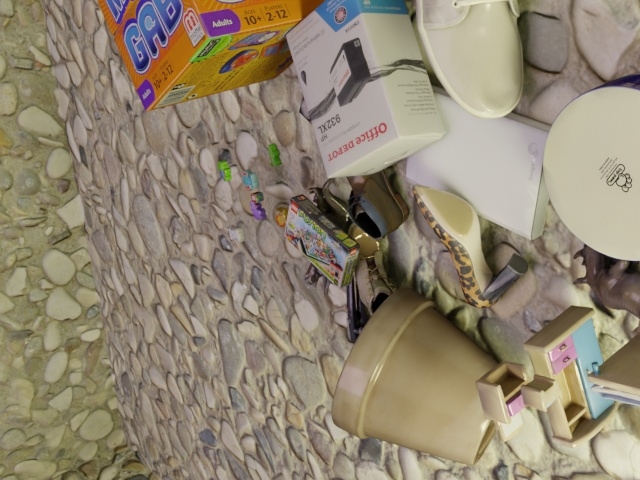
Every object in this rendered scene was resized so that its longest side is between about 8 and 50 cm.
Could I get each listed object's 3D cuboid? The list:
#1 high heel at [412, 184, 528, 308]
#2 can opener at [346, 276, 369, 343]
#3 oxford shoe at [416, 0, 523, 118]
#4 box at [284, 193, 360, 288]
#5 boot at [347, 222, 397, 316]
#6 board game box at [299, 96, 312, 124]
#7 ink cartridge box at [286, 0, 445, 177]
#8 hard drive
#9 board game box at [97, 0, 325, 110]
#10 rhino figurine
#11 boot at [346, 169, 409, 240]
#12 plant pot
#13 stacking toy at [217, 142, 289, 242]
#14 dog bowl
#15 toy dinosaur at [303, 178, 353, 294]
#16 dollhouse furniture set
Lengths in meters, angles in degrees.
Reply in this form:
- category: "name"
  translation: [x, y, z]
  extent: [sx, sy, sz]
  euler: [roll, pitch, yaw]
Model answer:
- category: "high heel"
  translation: [0.248, 0.020, 1.476]
  extent: [0.261, 0.093, 0.186]
  euler: [42, 147, 8]
- category: "can opener"
  translation: [0.083, 0.159, 1.848]
  extent: [0.073, 0.059, 0.186]
  euler: [20, 124, 48]
- category: "oxford shoe"
  translation: [0.236, -0.414, 1.222]
  extent: [0.130, 0.169, 0.449]
  euler: [-164, 62, -73]
- category: "box"
  translation: [0.000, 0.000, 1.717]
  extent: [0.207, 0.036, 0.114]
  euler: [42, 136, 35]
- category: "boot"
  translation: [0.115, 0.073, 1.678]
  extent: [0.165, 0.077, 0.213]
  euler: [-112, 11, -70]
- category: "board game box"
  translation: [0.056, -0.274, 1.662]
  extent: [0.243, 0.042, 0.165]
  euler: [47, 141, 28]
- category: "ink cartridge box"
  translation: [0.079, -0.299, 1.474]
  extent: [0.223, 0.129, 0.307]
  euler: [-25, 79, 50]
- category: "hard drive"
  translation: [0.284, -0.151, 1.421]
  extent: [0.307, 0.040, 0.203]
  euler: [32, 132, 42]
- category: "board game box"
  translation: [-0.221, -0.533, 1.619]
  extent: [0.356, 0.356, 0.356]
  euler: [-25, 88, 56]
- category: "rhino figurine"
  translation: [0.480, 0.062, 1.224]
  extent: [0.243, 0.073, 0.106]
  euler: [-147, 57, -60]
- category: "boot"
  translation: [0.089, -0.101, 1.600]
  extent: [0.219, 0.106, 0.082]
  euler: [48, 136, -6]
- category: "plant pot"
  translation: [0.224, 0.296, 1.556]
  extent: [0.280, 0.323, 0.323]
  euler: [26, 130, 22]
- category: "stacking toy"
  translation: [-0.167, -0.116, 1.943]
  extent: [0.052, 0.167, 0.221]
  euler: [13, 119, 50]
- category: "dog bowl"
  translation: [0.464, -0.107, 1.139]
  extent: [0.265, 0.104, 0.265]
  euler: [31, 131, 42]
- category: "toy dinosaur"
  translation: [0.030, -0.036, 1.795]
  extent: [0.160, 0.121, 0.313]
  euler: [40, 133, 17]
- category: "dollhouse furniture set"
  translation: [0.464, 0.255, 1.192]
  extent: [0.303, 0.286, 0.198]
  euler: [3, 119, 56]
